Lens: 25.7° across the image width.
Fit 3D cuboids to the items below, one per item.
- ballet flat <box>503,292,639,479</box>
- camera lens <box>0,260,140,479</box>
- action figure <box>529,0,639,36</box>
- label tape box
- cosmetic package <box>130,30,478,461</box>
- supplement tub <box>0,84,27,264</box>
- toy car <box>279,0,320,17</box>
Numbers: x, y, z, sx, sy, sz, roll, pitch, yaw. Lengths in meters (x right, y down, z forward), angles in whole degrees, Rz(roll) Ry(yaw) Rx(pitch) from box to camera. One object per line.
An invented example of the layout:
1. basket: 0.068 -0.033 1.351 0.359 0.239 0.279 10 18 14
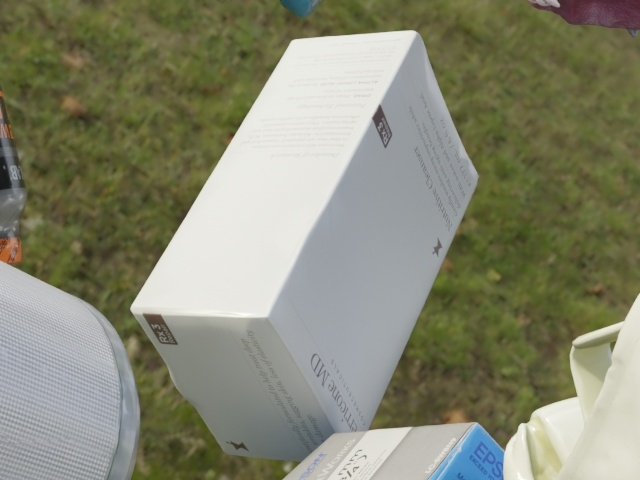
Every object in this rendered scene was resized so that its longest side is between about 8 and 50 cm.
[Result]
1. ballet flat: 0.159 0.119 0.714 0.139 0.400 0.139 3 64 -5
2. camera lens: -0.262 0.101 0.848 0.274 0.219 0.219 34 21 -51
3. action figure: 0.317 -0.362 1.429 0.248 0.370 0.275 -5 69 1
4. label tape box: 0.084 0.269 1.144 0.240 0.334 0.106 47 64 -13
5. cosmetic package: 0.000 0.000 1.342 0.217 0.156 0.385 61 40 -39
6. supplement tub: -0.421 -0.112 1.464 0.193 0.194 0.316 -17 94 -57
7. toy car: -0.101 -0.394 1.813 0.219 0.210 0.238 36 34 5
